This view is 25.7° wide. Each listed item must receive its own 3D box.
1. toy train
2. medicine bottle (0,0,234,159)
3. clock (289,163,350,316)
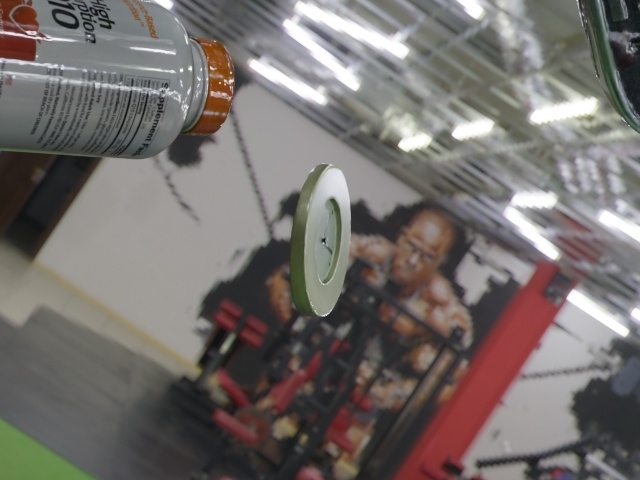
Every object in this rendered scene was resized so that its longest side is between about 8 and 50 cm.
[{"bbox_3d":[0.237,-0.280,1.156,0.088,0.086,0.407,-110,-177,-67],"label":"toy train"},{"bbox_3d":[-0.228,-0.159,1.339,0.289,0.157,0.157,2,19,-35],"label":"medicine bottle"},{"bbox_3d":[0.000,0.000,2.132,0.029,0.235,0.235,5,-11,17],"label":"clock"}]
